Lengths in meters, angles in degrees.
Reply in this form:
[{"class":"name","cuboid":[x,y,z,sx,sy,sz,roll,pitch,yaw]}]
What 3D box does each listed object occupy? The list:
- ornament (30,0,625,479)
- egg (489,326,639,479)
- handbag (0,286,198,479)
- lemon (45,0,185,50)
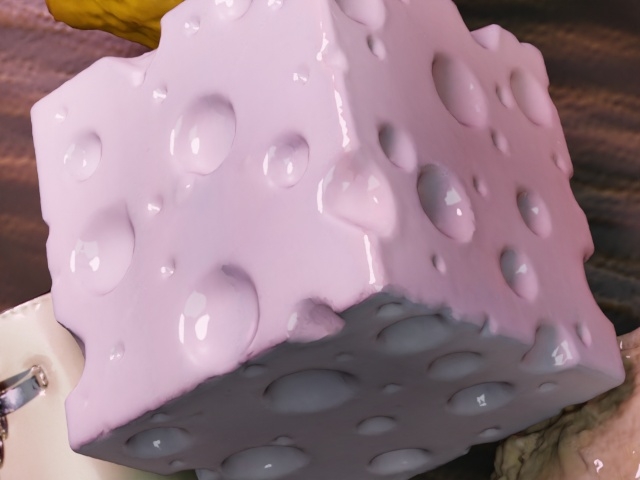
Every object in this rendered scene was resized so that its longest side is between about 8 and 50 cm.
[{"class":"ornament","cuboid":[0.000,0.000,1.147,0.239,0.239,0.240,-30,57,32]},{"class":"egg","cuboid":[0.238,0.185,1.185,0.310,0.279,0.279,-26,84,8]},{"class":"handbag","cuboid":[-0.119,0.210,1.227,0.160,0.237,0.359,-23,85,6]},{"class":"lemon","cuboid":[-0.048,-0.276,1.212,0.336,0.336,0.336,0,87,6]}]
